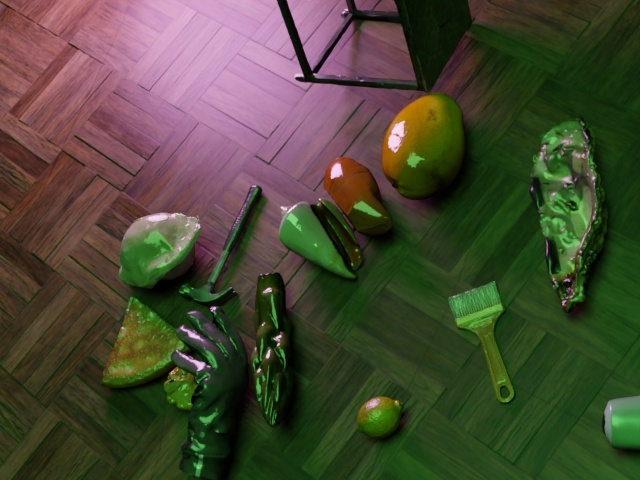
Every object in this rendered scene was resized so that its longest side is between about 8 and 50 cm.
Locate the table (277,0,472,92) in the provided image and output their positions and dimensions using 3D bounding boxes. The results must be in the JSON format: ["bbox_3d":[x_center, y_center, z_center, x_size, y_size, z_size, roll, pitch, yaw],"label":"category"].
[{"bbox_3d":[0.073,-0.461,2.018,0.272,0.335,0.222,10,50,29],"label":"table"}]

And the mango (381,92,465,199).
[{"bbox_3d":[0.182,-0.168,1.981,0.145,0.112,0.219,3,52,23],"label":"mango"}]

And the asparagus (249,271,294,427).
[{"bbox_3d":[-0.080,0.187,1.919,0.080,0.080,0.287,-17,50,15],"label":"asparagus"}]

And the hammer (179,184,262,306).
[{"bbox_3d":[-0.158,0.007,2.079,0.103,0.029,0.246,15,69,30],"label":"hammer"}]

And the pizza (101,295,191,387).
[{"bbox_3d":[-0.323,0.181,2.051,0.185,0.036,0.176,-35,53,5],"label":"pizza"}]

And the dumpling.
[{"bbox_3d":[-0.294,0.024,2.081,0.199,0.118,0.136,-21,52,38],"label":"dumpling"}]

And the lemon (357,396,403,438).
[{"bbox_3d":[0.093,0.275,1.801,0.083,0.062,0.062,-34,55,6],"label":"lemon"}]

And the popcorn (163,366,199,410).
[{"bbox_3d":[-0.232,0.252,1.964,0.084,0.084,0.084,-10,60,18],"label":"popcorn"}]

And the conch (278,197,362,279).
[{"bbox_3d":[0.000,-0.007,1.978,0.104,0.094,0.176,-38,55,-24],"label":"conch"}]

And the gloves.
[{"bbox_3d":[-0.177,0.249,1.897,0.119,0.142,0.285,-8,78,16],"label":"gloves"}]

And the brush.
[{"bbox_3d":[0.266,0.164,1.817,0.083,0.011,0.205,-21,58,11],"label":"brush"}]

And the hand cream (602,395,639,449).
[{"bbox_3d":[0.561,0.251,1.625,0.321,0.067,0.109,-5,60,13],"label":"hand cream"}]

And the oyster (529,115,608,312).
[{"bbox_3d":[0.398,-0.042,1.841,0.129,0.079,0.344,-20,56,38],"label":"oyster"}]

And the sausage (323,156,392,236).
[{"bbox_3d":[0.065,-0.071,1.989,0.089,0.089,0.179,-34,50,3],"label":"sausage"}]
